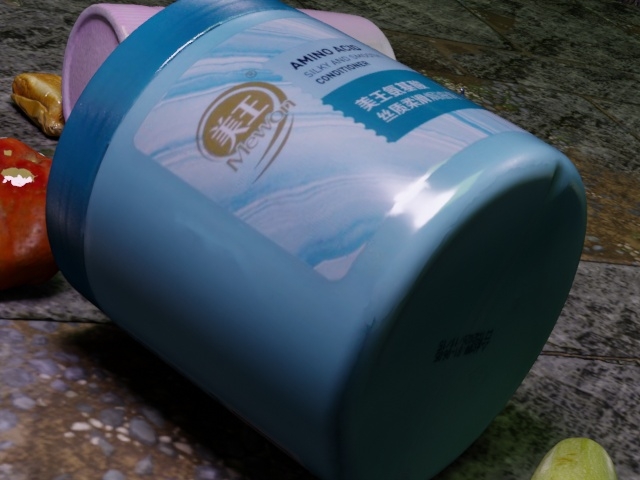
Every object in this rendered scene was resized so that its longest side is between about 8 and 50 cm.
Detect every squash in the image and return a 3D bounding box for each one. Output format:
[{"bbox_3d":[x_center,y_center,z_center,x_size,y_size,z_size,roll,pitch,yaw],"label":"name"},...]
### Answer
[{"bbox_3d":[0.220,0.217,0.997,0.094,0.094,0.224,21,16,11],"label":"squash"}]

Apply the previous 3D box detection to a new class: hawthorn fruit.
[{"bbox_3d":[-0.294,-0.024,1.120,0.132,0.138,0.133,15,22,-6],"label":"hawthorn fruit"}]

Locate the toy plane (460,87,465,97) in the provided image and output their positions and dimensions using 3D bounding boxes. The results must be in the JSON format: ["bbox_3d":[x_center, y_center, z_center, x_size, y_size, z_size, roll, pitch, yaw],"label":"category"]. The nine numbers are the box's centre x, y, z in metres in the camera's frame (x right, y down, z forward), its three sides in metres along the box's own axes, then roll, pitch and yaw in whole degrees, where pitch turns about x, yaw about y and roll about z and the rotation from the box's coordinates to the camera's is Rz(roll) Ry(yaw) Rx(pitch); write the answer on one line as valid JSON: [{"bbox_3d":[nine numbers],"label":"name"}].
[{"bbox_3d":[0.165,-0.156,1.740,0.254,0.105,0.271,12,24,29],"label":"toy plane"}]

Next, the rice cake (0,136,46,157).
[{"bbox_3d":[-0.393,-0.069,1.274,0.085,0.040,0.226,29,27,26],"label":"rice cake"}]

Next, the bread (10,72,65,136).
[{"bbox_3d":[-0.342,-0.174,1.522,0.074,0.053,0.132,-2,29,-43],"label":"bread"}]

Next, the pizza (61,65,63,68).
[{"bbox_3d":[-0.275,-0.207,1.640,0.134,0.046,0.175,-9,34,-42],"label":"pizza"}]

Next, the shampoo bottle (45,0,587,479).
[{"bbox_3d":[0.000,0.000,1.015,0.342,0.331,0.331,33,29,31],"label":"shampoo bottle"}]

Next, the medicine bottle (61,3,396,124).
[{"bbox_3d":[-0.107,-0.186,1.484,0.388,0.219,0.219,-3,30,-37],"label":"medicine bottle"}]
